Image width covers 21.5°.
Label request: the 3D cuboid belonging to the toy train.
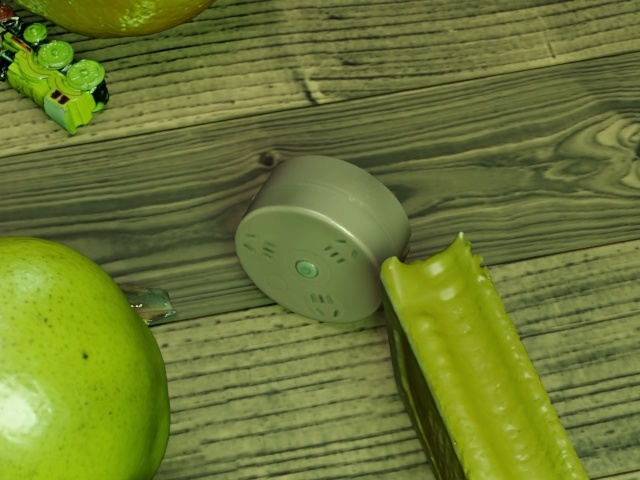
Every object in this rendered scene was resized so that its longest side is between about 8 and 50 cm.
[{"bbox_3d":[-0.324,-0.201,1.784,0.249,0.053,0.085,35,65,28],"label":"toy train"}]

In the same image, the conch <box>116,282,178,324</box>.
[{"bbox_3d":[-0.254,0.071,1.535,0.232,0.080,0.086,-17,81,-36],"label":"conch"}]

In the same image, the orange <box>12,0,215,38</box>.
[{"bbox_3d":[-0.228,-0.327,1.795,0.334,0.196,0.262,19,37,12],"label":"orange"}]

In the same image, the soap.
[{"bbox_3d":[0.139,0.172,1.350,0.091,0.199,0.315,-18,53,-4],"label":"soap"}]

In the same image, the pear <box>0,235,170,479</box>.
[{"bbox_3d":[-0.262,0.135,1.338,0.294,0.294,0.294,-1,49,2],"label":"pear"}]

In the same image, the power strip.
[{"bbox_3d":[0.000,0.000,1.530,0.154,0.154,0.078,16,51,16],"label":"power strip"}]
